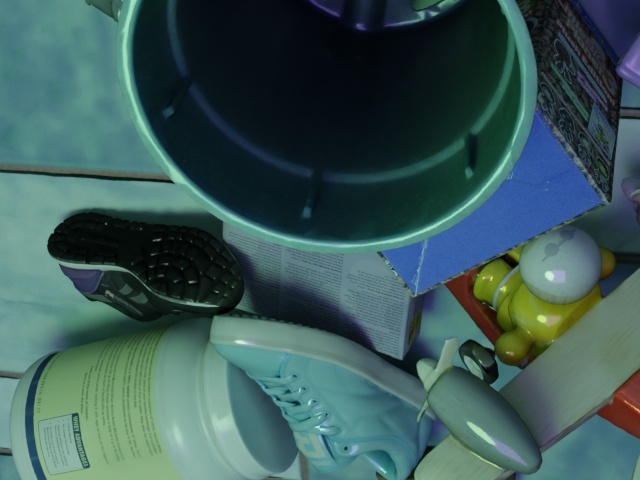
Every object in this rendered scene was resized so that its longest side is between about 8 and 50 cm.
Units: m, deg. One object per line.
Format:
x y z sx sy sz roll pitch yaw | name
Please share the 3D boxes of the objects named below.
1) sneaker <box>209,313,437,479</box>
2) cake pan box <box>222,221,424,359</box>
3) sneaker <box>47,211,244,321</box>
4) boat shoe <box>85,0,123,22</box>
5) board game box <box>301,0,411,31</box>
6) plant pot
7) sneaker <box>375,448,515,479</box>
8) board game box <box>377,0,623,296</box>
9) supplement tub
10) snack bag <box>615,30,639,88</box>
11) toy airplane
0.007 0.203 1.710 0.366 0.150 0.135 27 160 -33 | sneaker
0.000 0.000 1.681 0.267 0.070 0.246 15 125 18 | cake pan box
-0.203 0.050 1.760 0.283 0.107 0.124 16 145 31 | sneaker
-0.157 -0.287 1.387 0.099 0.116 0.319 49 155 -12 | boat shoe
-0.017 -0.258 1.467 0.213 0.046 0.317 20 128 -2 | board game box
0.029 -0.220 1.245 0.341 0.334 0.341 6 126 8 | plant pot
0.170 0.322 1.885 0.188 0.066 0.071 -8 122 20 | sneaker
0.172 -0.115 1.442 0.232 0.291 0.141 -28 112 28 | board game box
-0.211 0.231 1.818 0.325 0.235 0.235 -14 119 24 | supplement tub
0.508 -0.211 1.390 0.323 0.037 0.342 35 109 -12 | snack bag
0.289 0.102 1.504 0.384 0.386 0.272 -7 134 18 | toy airplane
